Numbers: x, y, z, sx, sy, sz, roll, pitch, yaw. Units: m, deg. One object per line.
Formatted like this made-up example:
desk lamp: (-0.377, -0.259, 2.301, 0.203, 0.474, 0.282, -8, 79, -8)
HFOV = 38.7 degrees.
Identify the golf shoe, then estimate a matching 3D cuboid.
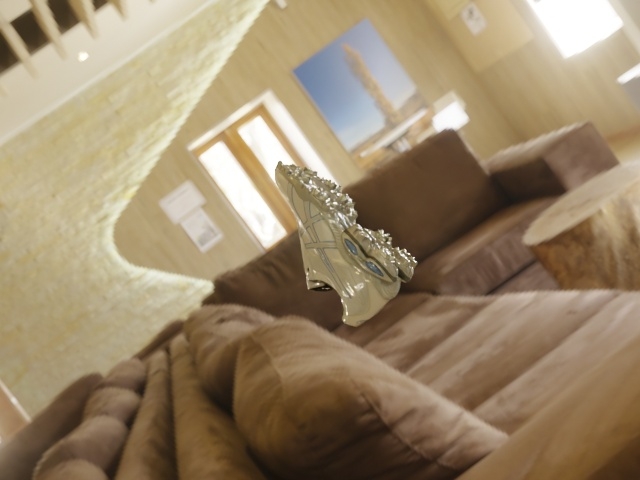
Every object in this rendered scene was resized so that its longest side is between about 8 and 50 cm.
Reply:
golf shoe: (0.000, 0.000, 0.794, 0.069, 0.176, 0.086, 12, -61, -47)
